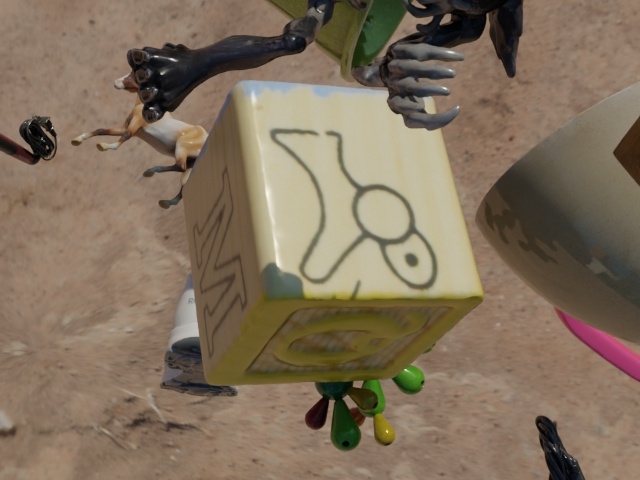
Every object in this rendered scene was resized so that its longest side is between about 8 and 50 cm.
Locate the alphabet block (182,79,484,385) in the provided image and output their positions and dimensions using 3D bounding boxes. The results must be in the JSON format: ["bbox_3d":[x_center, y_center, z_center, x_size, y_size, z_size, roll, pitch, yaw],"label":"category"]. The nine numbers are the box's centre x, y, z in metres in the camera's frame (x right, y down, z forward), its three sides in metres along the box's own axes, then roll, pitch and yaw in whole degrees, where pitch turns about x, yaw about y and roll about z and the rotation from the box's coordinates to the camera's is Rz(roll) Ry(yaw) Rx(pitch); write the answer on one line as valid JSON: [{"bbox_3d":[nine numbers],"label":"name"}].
[{"bbox_3d":[0.000,0.000,0.881,0.192,0.193,0.197,1,62,-21],"label":"alphabet block"}]

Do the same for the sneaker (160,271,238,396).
[{"bbox_3d":[-0.157,0.137,1.396,0.111,0.297,0.129,7,67,-9],"label":"sneaker"}]

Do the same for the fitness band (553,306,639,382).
[{"bbox_3d":[0.433,0.073,1.323,0.291,0.054,0.209,35,101,-11],"label":"fitness band"}]

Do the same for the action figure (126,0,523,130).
[{"bbox_3d":[0.032,-0.138,0.524,0.276,0.141,0.164,-16,114,-9],"label":"action figure"}]

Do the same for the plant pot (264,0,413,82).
[{"bbox_3d":[-0.010,-0.355,1.130,0.254,0.276,0.276,30,77,5],"label":"plant pot"}]

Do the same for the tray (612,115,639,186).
[{"bbox_3d":[0.260,-0.069,0.351,0.076,0.411,0.202,-28,71,-18],"label":"tray"}]

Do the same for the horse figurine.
[{"bbox_3d":[-0.232,-0.143,1.503,0.263,0.066,0.174,33,45,16],"label":"horse figurine"}]

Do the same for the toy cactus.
[{"bbox_3d":[0.025,0.094,1.006,0.180,0.112,0.219,34,63,-14],"label":"toy cactus"}]

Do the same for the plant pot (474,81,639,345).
[{"bbox_3d":[0.323,-0.009,1.011,0.284,0.284,0.191,-22,70,-17],"label":"plant pot"}]

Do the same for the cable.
[{"bbox_3d":[0.359,0.352,1.536,0.047,0.150,0.184,-21,93,19],"label":"cable"}]

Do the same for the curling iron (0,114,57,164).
[{"bbox_3d":[-0.430,-0.154,1.281,0.035,0.274,0.068,10,84,29],"label":"curling iron"}]
